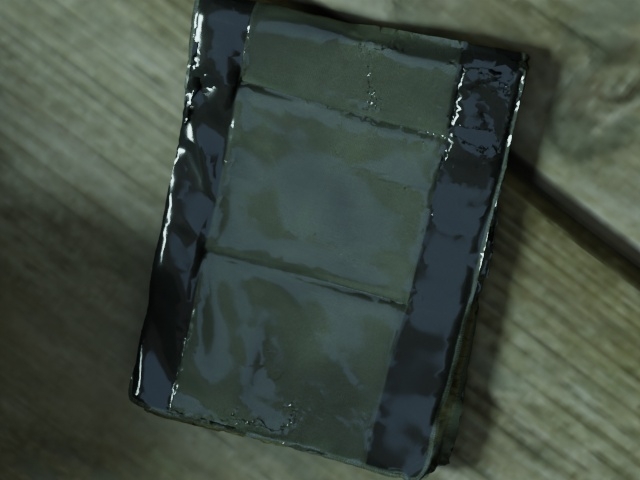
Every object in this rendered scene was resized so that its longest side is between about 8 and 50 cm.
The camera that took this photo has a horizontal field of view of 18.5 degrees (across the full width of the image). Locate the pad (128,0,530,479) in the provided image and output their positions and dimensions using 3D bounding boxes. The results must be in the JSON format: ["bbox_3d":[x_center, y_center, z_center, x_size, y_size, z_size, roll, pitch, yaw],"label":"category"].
[{"bbox_3d":[0.000,0.000,0.992,0.174,0.022,0.233,12,109,8],"label":"pad"}]
